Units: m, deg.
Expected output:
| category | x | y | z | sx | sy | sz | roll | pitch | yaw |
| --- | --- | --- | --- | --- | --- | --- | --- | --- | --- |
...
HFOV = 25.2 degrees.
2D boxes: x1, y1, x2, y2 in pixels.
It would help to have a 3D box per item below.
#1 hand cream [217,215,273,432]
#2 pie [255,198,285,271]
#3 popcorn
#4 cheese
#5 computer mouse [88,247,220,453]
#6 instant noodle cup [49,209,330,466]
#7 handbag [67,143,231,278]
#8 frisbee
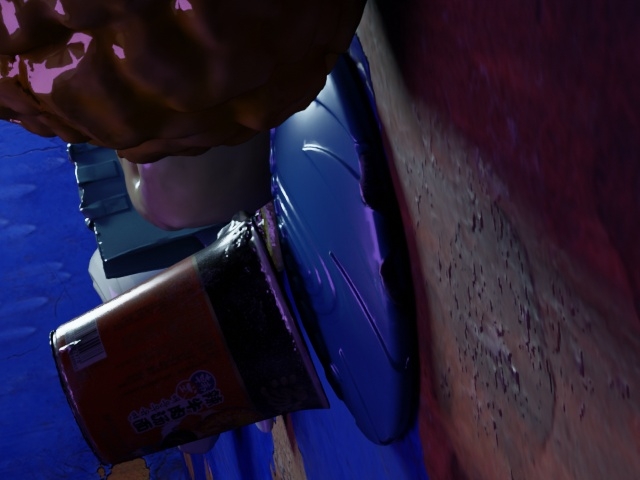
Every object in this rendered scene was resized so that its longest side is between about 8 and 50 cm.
| category | x | y | z | sx | sy | sz | roll | pitch | yaw |
| --- | --- | --- | --- | --- | --- | --- | --- | --- | --- |
| hand cream | -0.059 | 0.076 | 1.220 | 0.255 | 0.048 | 0.079 | 88 | 172 | -54 |
| pie | -0.039 | -0.016 | 1.066 | 0.084 | 0.021 | 0.084 | 169 | 90 | -80 |
| popcorn | -0.096 | -0.150 | 0.658 | 0.250 | 0.250 | 0.190 | -112 | 21 | -48 |
| cheese | -0.091 | -0.110 | 0.980 | 0.235 | 0.117 | 0.218 | 110 | 146 | -69 |
| computer mouse | -0.182 | 0.118 | 1.751 | 0.184 | 0.121 | 0.296 | 38 | 155 | 58 |
| instant noodle cup | -0.078 | 0.066 | 0.834 | 0.127 | 0.136 | 0.127 | 158 | 90 | -88 |
| handbag | -0.150 | -0.067 | 1.280 | 0.057 | 0.144 | 0.221 | 88 | 165 | -50 |
| frisbee | 0.000 | 0.000 | 0.811 | 0.242 | 0.045 | 0.242 | 170 | 90 | -80 |
